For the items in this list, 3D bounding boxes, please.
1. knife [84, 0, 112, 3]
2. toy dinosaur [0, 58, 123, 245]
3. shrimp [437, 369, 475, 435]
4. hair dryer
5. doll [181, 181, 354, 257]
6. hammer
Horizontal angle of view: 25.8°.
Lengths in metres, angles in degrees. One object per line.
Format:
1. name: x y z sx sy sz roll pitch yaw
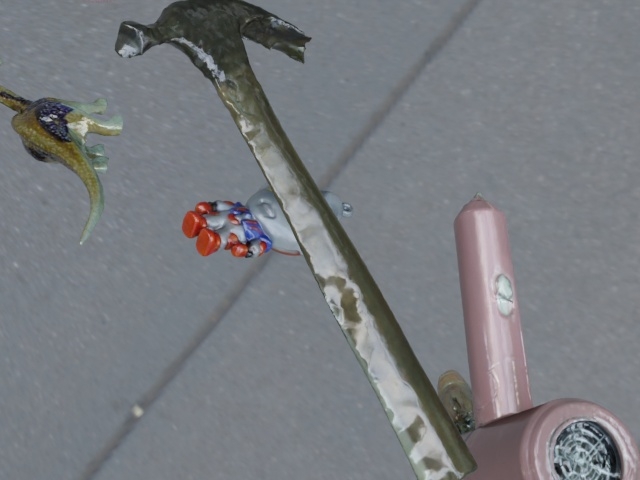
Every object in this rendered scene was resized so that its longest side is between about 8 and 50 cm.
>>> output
1. knife: -0.179 -0.354 1.084 0.081 0.043 0.335 -7 99 -18
2. toy dinosaur: -0.117 -0.049 0.661 0.058 0.180 0.037 -5 113 -27
3. shrimp: 0.173 0.224 1.544 0.046 0.219 0.152 -29 95 8
4. hair dryer: 0.176 0.113 1.315 0.125 0.210 0.352 1 72 -24
5. doll: -0.044 -0.020 1.366 0.195 0.104 0.062 -9 118 -38
6. hammer: -0.001 0.000 0.740 0.125 0.027 0.297 -21 80 -43
